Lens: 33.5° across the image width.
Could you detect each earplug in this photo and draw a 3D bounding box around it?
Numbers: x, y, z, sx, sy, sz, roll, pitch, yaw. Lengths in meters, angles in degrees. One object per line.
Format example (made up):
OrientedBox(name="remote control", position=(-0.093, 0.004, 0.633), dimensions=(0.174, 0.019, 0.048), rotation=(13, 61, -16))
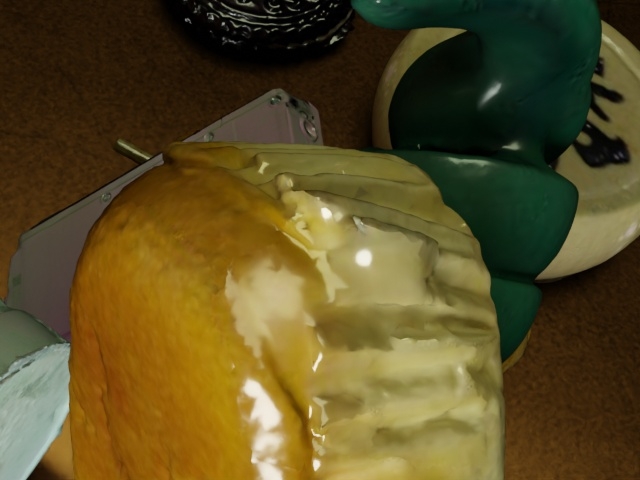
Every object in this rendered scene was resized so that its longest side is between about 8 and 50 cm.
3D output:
OrientedBox(name="earplug", position=(0.086, -0.035, 0.645), dimensions=(0.163, 0.257, 0.280), rotation=(7, 92, -1))

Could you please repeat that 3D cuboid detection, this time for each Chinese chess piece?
OrientedBox(name="Chinese chess piece", position=(0.170, -0.091, 0.895), dimensions=(0.257, 0.104, 0.257), rotation=(6, 57, -10))

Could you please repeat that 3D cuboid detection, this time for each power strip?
OrientedBox(name="power strip", position=(-0.108, 0.001, 0.700), dimensions=(0.037, 0.279, 0.109), rotation=(31, 41, -47))

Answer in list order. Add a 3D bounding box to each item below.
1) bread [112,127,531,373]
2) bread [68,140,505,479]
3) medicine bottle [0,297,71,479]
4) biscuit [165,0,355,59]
OrientedBox(name="bread", position=(0.000, -0.001, 0.805), dimensions=(0.344, 0.084, 0.124), rotation=(25, 67, 4))
OrientedBox(name="bread", position=(-0.029, 0.140, 0.561), dimensions=(0.183, 0.236, 0.389), rotation=(-5, 105, -24))
OrientedBox(name="medicine bottle", position=(-0.304, 0.055, 0.596), dimensions=(0.290, 0.245, 0.245), rotation=(35, 57, 10))
OrientedBox(name="biscuit", position=(-0.054, -0.244, 0.963), dimensions=(0.194, 0.053, 0.195), rotation=(6, 58, -10))
